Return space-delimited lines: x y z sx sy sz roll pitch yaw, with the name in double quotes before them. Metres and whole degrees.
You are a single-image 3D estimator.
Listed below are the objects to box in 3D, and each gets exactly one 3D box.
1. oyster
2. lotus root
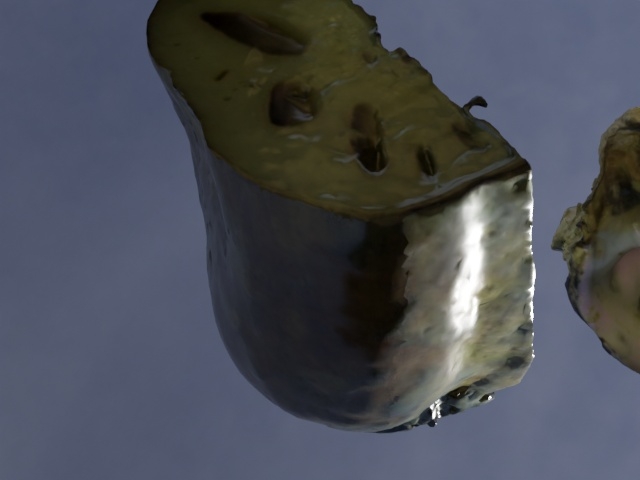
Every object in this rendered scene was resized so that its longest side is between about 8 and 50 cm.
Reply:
"oyster" 0.215 0.004 0.877 0.163 0.191 0.081 12 -136 30
"lotus root" -0.005 0.002 0.870 0.149 0.260 0.267 -24 -133 -18
